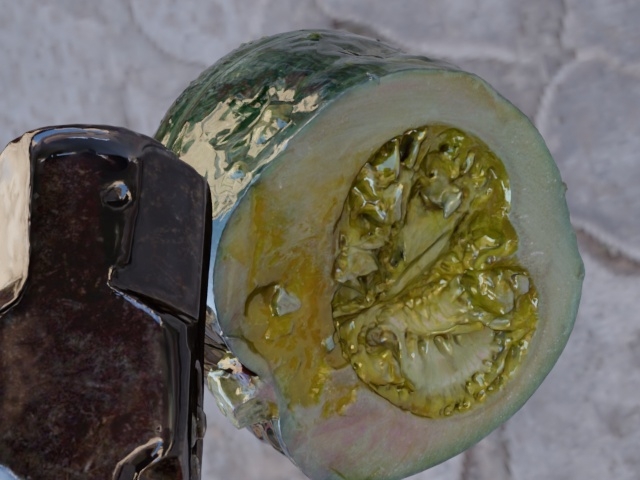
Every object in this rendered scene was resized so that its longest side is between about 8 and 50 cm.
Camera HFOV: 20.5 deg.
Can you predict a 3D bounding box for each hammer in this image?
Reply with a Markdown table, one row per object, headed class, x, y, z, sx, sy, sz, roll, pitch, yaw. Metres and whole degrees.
| class | x | y | z | sx | sy | sz | roll | pitch | yaw |
| --- | --- | --- | --- | --- | --- | --- | --- | --- | --- |
| hammer | -0.247 | 0.087 | 0.744 | 0.095 | 0.409 | 0.242 | 81 | -175 | -61 |

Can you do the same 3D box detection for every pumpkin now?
| class | x | y | z | sx | sy | sz | roll | pitch | yaw |
| --- | --- | --- | --- | --- | --- | --- | --- | --- | --- |
| pumpkin | 0.000 | 0.000 | 1.147 | 0.197 | 0.263 | 0.293 | 30 | 149 | 49 |
